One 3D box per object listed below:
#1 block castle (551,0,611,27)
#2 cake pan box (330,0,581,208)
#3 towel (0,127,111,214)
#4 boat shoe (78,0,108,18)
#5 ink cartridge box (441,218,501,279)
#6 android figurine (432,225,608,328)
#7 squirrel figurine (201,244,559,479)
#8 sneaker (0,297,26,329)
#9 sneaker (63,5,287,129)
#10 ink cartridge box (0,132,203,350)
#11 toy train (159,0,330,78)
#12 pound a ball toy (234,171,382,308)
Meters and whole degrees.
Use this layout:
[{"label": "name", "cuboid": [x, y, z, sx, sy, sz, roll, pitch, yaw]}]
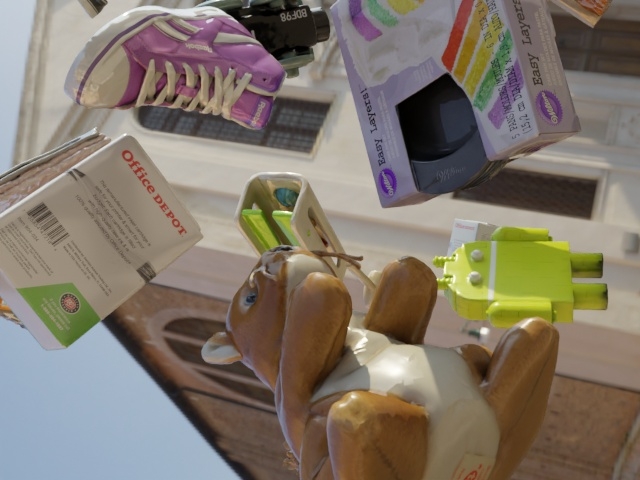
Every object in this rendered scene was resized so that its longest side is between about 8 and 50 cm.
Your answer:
[{"label": "block castle", "cuboid": [0.476, -0.580, 1.222, 0.303, 0.213, 0.453, -53, -11, 4]}, {"label": "cake pan box", "cuboid": [0.127, -0.182, 0.782, 0.070, 0.246, 0.266, -9, -98, -32]}, {"label": "towel", "cuboid": [-0.626, -0.095, 1.585, 0.332, 0.053, 0.317, -39, 3, -40]}, {"label": "boat shoe", "cuboid": [-0.579, -0.624, 1.826, 0.070, 0.078, 0.219, -40, -7, -5]}, {"label": "ink cartridge box", "cuboid": [0.402, 0.043, 1.886, 0.128, 0.127, 0.176, -158, 79, -71]}, {"label": "android figurine", "cuboid": [0.314, 0.059, 1.205, 0.248, 0.273, 0.056, -66, -26, -52]}, {"label": "squirrel figurine", "cuboid": [0.023, 0.197, 0.852, 0.281, 0.370, 0.396, -23, -57, -33]}, {"label": "sneaker", "cuboid": [-0.505, 0.111, 1.264, 0.084, 0.215, 0.083, -76, 6, -48]}, {"label": "sneaker", "cuboid": [-0.136, -0.180, 0.836, 0.282, 0.161, 0.102, -37, -14, -50]}, {"label": "ink cartridge box", "cuboid": [-0.343, 0.000, 1.106, 0.273, 0.115, 0.198, -42, -76, -33]}, {"label": "toy train", "cuboid": [-0.156, -0.288, 1.119, 0.190, 0.334, 0.142, -158, 52, -69]}, {"label": "pound a ball toy", "cuboid": [0.000, 0.000, 1.437, 0.319, 0.208, 0.135, 59, -139, -53]}]
